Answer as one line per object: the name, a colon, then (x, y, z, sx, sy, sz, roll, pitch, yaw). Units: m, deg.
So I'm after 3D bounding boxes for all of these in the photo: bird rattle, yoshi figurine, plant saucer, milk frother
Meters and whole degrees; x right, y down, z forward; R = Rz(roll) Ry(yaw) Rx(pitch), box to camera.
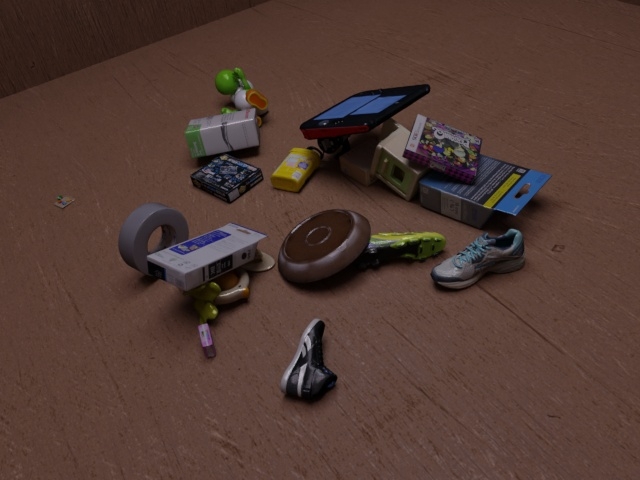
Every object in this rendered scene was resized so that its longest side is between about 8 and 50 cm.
bird rattle: (-0.313, 0.132, 1.711, 0.206, 0.143, 0.253, -7, 26, -14)
yoshi figurine: (-0.362, -0.633, 2.511, 0.203, 0.203, 0.362, -25, 39, -7)
plant saucer: (0.000, 0.000, 1.746, 0.310, 0.050, 0.311, -20, 35, 15)
milk frother: (0.031, -0.375, 2.176, 0.143, 0.129, 0.135, 11, 38, 27)

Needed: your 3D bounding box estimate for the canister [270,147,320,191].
canister: (-0.092, -0.256, 2.106, 0.126, 0.073, 0.170, 13, 47, 25)

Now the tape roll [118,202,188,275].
tape roll: (-0.515, -0.004, 1.799, 0.072, 0.219, 0.219, 19, 49, 31)

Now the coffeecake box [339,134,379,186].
coffeecake box: (0.185, -0.289, 2.084, 0.185, 0.068, 0.142, -33, 47, -23)

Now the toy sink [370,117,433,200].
toy sink: (0.254, -0.271, 1.927, 0.234, 0.153, 0.131, 42, 63, 17)

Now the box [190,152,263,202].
box: (-0.350, -0.236, 2.155, 0.220, 0.051, 0.175, 25, 52, 34)

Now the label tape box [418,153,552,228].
label tape box: (0.515, -0.156, 1.831, 0.333, 0.106, 0.240, 26, 52, 35)

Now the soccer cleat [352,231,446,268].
soccer cleat: (0.225, 0.006, 1.722, 0.288, 0.094, 0.121, -10, 38, 2)

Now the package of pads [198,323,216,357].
package of pads: (-0.307, 0.271, 1.568, 0.031, 0.050, 0.083, -15, 41, -13)

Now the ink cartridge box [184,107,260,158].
ink cartridge box: (-0.383, -0.429, 2.303, 0.272, 0.115, 0.198, -10, 26, 1)

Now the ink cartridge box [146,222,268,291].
ink cartridge box: (-0.317, 0.040, 1.677, 0.165, 0.065, 0.332, 18, 29, 34)

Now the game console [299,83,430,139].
game console: (0.148, -0.455, 2.019, 0.341, 0.060, 0.386, 2, 32, 47)

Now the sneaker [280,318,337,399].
sneaker: (-0.002, 0.304, 1.452, 0.121, 0.079, 0.217, 13, 54, 21)

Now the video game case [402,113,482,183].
video game case: (0.391, -0.295, 1.841, 0.232, 0.042, 0.210, 22, 47, 3)

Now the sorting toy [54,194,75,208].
sorting toy: (-0.997, -0.154, 2.234, 0.083, 0.012, 0.062, 18, 49, 29)

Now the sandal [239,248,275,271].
sandal: (-0.253, 0.025, 1.815, 0.240, 0.079, 0.088, 20, 49, 31)

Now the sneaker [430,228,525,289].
sneaker: (0.435, 0.038, 1.615, 0.282, 0.122, 0.110, -18, 41, -9)
